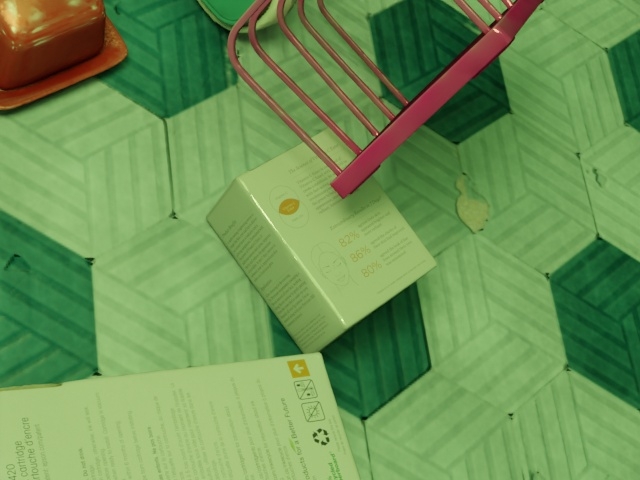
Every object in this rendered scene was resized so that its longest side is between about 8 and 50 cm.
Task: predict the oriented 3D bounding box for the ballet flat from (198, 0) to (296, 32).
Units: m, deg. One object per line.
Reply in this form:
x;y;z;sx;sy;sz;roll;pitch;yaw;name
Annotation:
-0.150;-0.391;1.210;0.139;0.139;0.400;-35;88;-34;ballet flat

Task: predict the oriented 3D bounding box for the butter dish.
-0.266;-0.225;1.063;0.160;0.118;0.160;-31;83;-33;butter dish

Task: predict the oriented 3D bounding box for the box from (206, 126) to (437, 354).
0.000;0.000;1.100;0.130;0.091;0.170;-32;83;-34;box

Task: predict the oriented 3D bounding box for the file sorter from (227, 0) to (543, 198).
0.066;-0.208;1.092;0.182;0.202;0.290;46;26;-3;file sorter

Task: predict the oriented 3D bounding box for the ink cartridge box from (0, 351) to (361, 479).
-0.100;0.247;0.927;0.307;0.072;0.303;-5;61;-25;ink cartridge box
